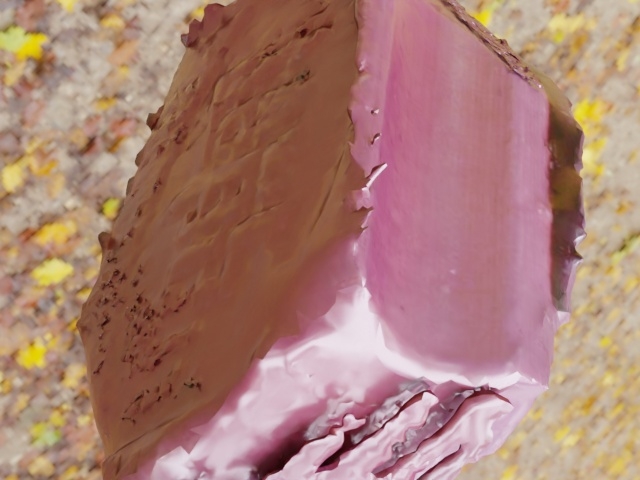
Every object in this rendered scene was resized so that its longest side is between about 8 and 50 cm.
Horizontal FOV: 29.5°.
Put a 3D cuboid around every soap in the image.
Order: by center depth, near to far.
[{"bbox_3d":[0.000,0.000,0.461,0.112,0.289,0.182,32,135,-24],"label":"soap"}]
